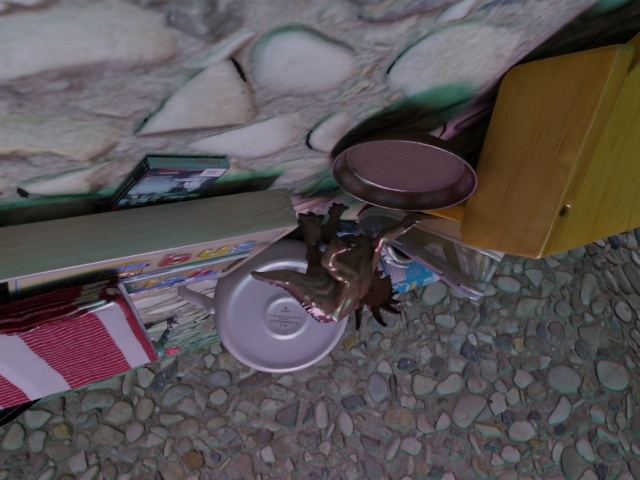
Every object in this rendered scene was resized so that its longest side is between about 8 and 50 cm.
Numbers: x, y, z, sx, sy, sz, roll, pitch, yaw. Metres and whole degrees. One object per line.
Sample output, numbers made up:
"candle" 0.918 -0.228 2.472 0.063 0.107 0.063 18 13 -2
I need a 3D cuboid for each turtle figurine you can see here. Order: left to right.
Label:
"turtle figurine" -0.470 0.282 1.357 0.175 0.118 0.234 -8 170 -45

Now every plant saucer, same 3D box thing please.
"plant saucer" 0.097 -0.082 0.597 0.169 0.029 0.168 8 160 3

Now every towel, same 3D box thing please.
"towel" -0.368 0.149 0.575 0.329 0.037 0.237 -15 152 -16

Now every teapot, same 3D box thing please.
"teapot" -0.081 0.100 0.921 0.252 0.256 0.187 -39 -159 0

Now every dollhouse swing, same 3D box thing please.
"dollhouse swing" 0.310 -0.154 0.693 0.347 0.305 0.315 -13 126 -29

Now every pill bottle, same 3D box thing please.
"pill bottle" 0.192 0.077 1.387 0.264 0.146 0.146 -16 169 -15

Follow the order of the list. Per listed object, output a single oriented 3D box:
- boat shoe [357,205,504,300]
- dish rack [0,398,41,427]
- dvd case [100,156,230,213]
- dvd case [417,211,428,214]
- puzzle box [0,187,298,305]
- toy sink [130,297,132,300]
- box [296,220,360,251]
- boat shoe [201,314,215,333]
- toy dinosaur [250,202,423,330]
"boat shoe" 0.158 0.012 0.842 0.118 0.103 0.320 24 177 -33
"dish rack" -0.621 0.265 0.917 0.208 0.074 0.271 -38 159 3
"dvd case" -0.157 -0.051 0.510 0.087 0.013 0.119 -8 166 -45
"dvd case" 0.225 -0.026 0.928 0.165 0.018 0.221 8 165 25
"puzzle box" -0.259 0.032 0.596 0.409 0.052 0.272 -12 170 -32
"toy sink" -0.371 0.141 0.769 0.234 0.131 0.153 -15 168 -24
"box" 0.000 0.000 0.989 0.137 0.027 0.094 -25 166 29
"boat shoe" -0.336 0.255 1.626 0.133 0.049 0.042 -39 -174 42
"toy dinosaur" 0.036 0.061 0.740 0.127 0.200 0.296 23 -151 33
